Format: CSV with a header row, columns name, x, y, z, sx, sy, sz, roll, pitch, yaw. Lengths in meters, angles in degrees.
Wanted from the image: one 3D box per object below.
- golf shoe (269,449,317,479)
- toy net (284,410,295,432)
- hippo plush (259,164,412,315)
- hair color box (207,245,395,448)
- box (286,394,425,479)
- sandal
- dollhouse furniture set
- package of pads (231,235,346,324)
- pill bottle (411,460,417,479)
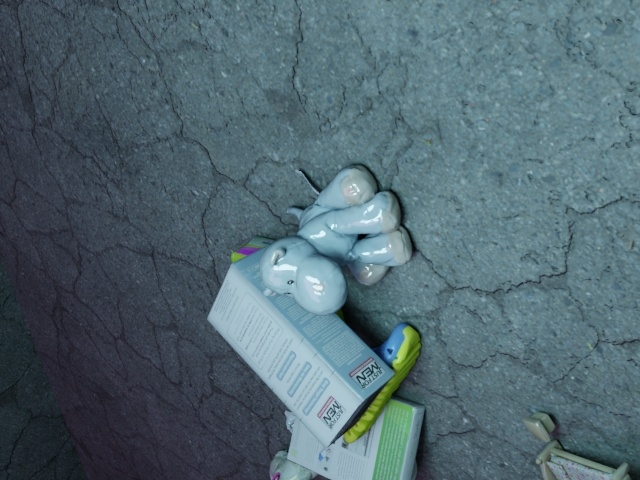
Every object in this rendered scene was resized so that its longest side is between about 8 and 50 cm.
name,x,y,z,sx,sy,sz,roll,pitch,yaw
golf shoe,-0.106,0.677,2.054,0.115,0.140,0.306,45,148,6
toy net,-0.015,0.535,1.931,0.232,0.045,0.122,34,140,20
hippo plush,0.000,0.000,1.321,0.294,0.236,0.234,36,140,17
hair color box,-0.049,0.211,1.453,0.374,0.113,0.185,44,133,18
box,0.076,0.450,1.668,0.322,0.058,0.232,12,92,39
sandal,0.095,0.288,1.517,0.138,0.126,0.317,41,120,19
dollhouse furniture set,0.493,0.506,1.236,0.355,0.174,0.303,55,161,-9
package of pads,-0.066,0.143,1.613,0.229,0.101,0.297,10,127,38
pill bottle,0.149,0.584,1.754,0.117,0.117,0.208,39,141,14
